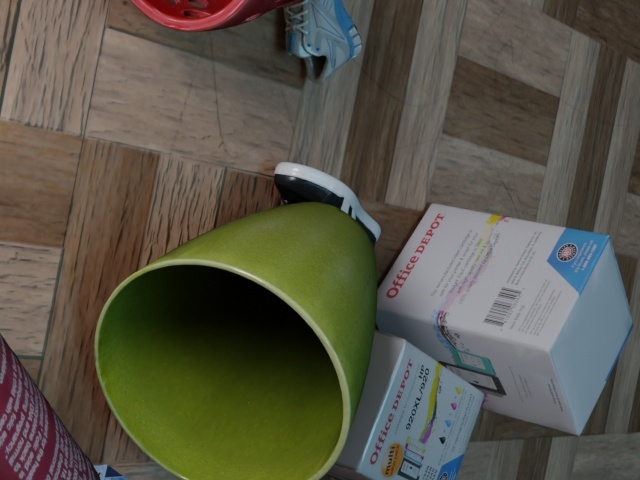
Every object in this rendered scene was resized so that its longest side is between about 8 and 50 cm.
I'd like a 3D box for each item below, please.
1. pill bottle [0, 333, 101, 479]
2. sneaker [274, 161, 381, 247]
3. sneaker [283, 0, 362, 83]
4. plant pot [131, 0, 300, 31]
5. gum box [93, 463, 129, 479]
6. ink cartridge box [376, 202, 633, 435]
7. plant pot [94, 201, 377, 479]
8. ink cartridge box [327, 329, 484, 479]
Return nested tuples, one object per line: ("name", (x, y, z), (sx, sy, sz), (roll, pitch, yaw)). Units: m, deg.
("pill bottle", (-0.312, 0.207, 1.119), (0.224, 0.224, 0.392), (-53, 137, -31))
("sneaker", (0.000, 0.000, 1.616), (0.217, 0.079, 0.121), (39, 66, -53))
("sneaker", (-0.014, -0.254, 1.537), (0.083, 0.071, 0.190), (-53, 138, -23))
("plant pot", (-0.089, -0.307, 1.322), (0.174, 0.191, 0.191), (-28, 122, -58))
("gum box", (-0.210, 0.348, 1.404), (0.157, 0.041, 0.184), (47, 42, -46))
("ink cartridge box", (0.245, 0.101, 1.821), (0.198, 0.270, 0.197), (-56, 141, -28))
("plant pot", (-0.048, 0.080, 1.448), (0.293, 0.275, 0.274), (-50, 138, -56))
("ink cartridge box", (0.063, 0.216, 1.688), (0.233, 0.168, 0.171), (36, 71, -51))
